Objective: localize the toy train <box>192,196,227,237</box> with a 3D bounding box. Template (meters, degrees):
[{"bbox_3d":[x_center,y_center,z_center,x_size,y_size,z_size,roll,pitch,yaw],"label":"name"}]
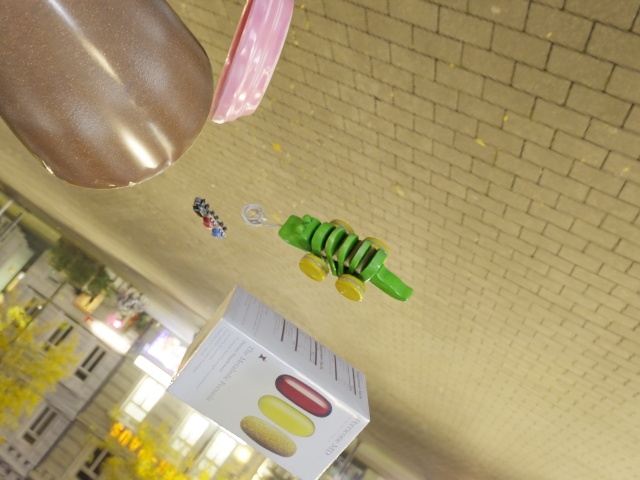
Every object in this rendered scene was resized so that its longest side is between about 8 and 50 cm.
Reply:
[{"bbox_3d":[-0.245,-0.045,1.356,0.027,0.036,0.158,11,157,19],"label":"toy train"}]

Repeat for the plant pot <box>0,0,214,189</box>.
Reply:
[{"bbox_3d":[-0.233,-0.186,0.550,0.216,0.215,0.230,31,170,14],"label":"plant pot"}]

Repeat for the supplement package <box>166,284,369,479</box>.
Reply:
[{"bbox_3d":[-0.067,0.201,0.867,0.244,0.139,0.134,36,-167,-9],"label":"supplement package"}]

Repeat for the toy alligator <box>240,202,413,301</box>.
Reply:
[{"bbox_3d":[0.000,0.000,0.561,0.190,0.056,0.051,28,154,18],"label":"toy alligator"}]

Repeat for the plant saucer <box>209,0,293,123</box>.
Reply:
[{"bbox_3d":[-0.139,-0.392,1.261,0.084,0.331,0.332,19,167,-15],"label":"plant saucer"}]
